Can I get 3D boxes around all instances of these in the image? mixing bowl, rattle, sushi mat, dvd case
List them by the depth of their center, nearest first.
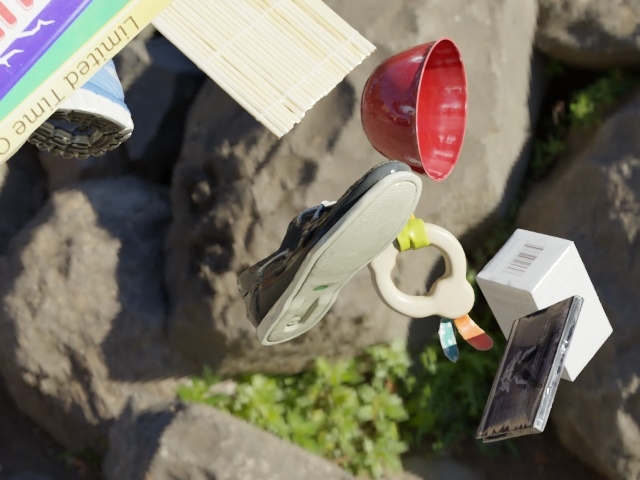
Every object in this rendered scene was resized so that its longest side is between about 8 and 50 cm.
[{"bbox_3d":[-0.107,-0.233,1.198,0.316,0.019,0.151,42,57,0],"label":"sushi mat"},{"bbox_3d":[0.251,0.159,1.670,0.018,0.221,0.165,22,76,-6],"label":"dvd case"},{"bbox_3d":[0.112,-0.169,1.762,0.098,0.181,0.181,6,42,24],"label":"mixing bowl"},{"bbox_3d":[0.140,0.056,1.830,0.130,0.199,0.143,-49,19,-11],"label":"rattle"}]

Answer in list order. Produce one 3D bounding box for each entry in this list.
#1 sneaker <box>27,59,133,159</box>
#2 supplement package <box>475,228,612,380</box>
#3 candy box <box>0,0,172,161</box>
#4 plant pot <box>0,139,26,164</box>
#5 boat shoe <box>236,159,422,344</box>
[{"bbox_3d":[-0.362,-0.200,1.537,0.129,0.330,0.147,-32,56,35],"label":"sneaker"},{"bbox_3d":[0.310,0.089,1.909,0.105,0.179,0.105,15,53,47],"label":"supplement package"},{"bbox_3d":[-0.261,-0.191,0.771,0.268,0.317,0.122,-47,39,-16],"label":"candy box"},{"bbox_3d":[-0.342,-0.156,1.044,0.239,0.254,0.254,18,47,20],"label":"plant pot"},{"bbox_3d":[0.000,0.000,1.219,0.084,0.233,0.079,-1,55,-42],"label":"boat shoe"}]
